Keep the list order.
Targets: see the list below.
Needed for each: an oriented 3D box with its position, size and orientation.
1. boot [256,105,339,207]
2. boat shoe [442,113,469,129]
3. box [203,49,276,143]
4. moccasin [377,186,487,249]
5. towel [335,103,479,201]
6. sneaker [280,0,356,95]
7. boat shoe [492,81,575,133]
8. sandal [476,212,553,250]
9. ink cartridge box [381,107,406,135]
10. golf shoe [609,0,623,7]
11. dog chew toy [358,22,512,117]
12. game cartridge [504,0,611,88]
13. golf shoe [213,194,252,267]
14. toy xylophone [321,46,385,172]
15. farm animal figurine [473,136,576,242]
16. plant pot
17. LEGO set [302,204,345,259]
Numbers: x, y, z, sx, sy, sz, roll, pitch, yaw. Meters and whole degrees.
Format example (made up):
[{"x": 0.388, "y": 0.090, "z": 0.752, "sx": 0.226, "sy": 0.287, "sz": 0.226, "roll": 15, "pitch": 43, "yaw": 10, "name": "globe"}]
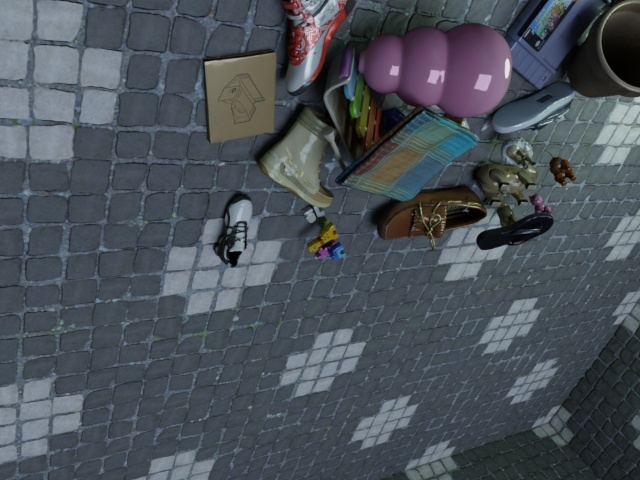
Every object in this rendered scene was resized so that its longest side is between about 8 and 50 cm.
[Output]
[{"x": -0.010, "y": -0.207, "z": 1.579, "sx": 0.262, "sy": 0.095, "sz": 0.203, "roll": 29, "pitch": 106, "yaw": -43, "name": "boot"}, {"x": 0.327, "y": -0.235, "z": 1.783, "sx": 0.277, "sy": 0.098, "sz": 0.096, "roll": -47, "pitch": 137, "yaw": 9, "name": "boat shoe"}, {"x": -0.180, "y": -0.323, "z": 1.406, "sx": 0.164, "sy": 0.021, "sz": 0.201, "roll": -16, "pitch": 135, "yaw": -23, "name": "box"}, {"x": 0.345, "y": -0.064, "z": 1.912, "sx": 0.379, "sy": 0.147, "sz": 0.139, "roll": -8, "pitch": 131, "yaw": -29, "name": "moccasin"}, {"x": 0.224, "y": -0.199, "z": 1.526, "sx": 0.271, "sy": 0.040, "sz": 0.370, "roll": -41, "pitch": 159, "yaw": 24, "name": "towel"}, {"x": -0.043, "y": -0.454, "z": 1.333, "sx": 0.145, "sy": 0.090, "sz": 0.270, "roll": 16, "pitch": 113, "yaw": -42, "name": "sneaker"}, {"x": 0.642, "y": -0.376, "z": 1.879, "sx": 0.301, "sy": 0.108, "sz": 0.102, "roll": -30, "pitch": 137, "yaw": -19, "name": "boat shoe"}, {"x": 0.631, "y": -0.015, "z": 2.001, "sx": 0.254, "sy": 0.054, "sz": 0.097, "roll": -19, "pitch": 135, "yaw": 1, "name": "sandal"}, {"x": 0.202, "y": -0.243, "z": 1.688, "sx": 0.046, "sy": 0.097, "sz": 0.207, "roll": -18, "pitch": 136, "yaw": -21, "name": "ink cartridge box"}, {"x": 0.933, "y": -0.744, "z": 1.733, "sx": 0.105, "sy": 0.120, "sz": 0.273, "roll": -5, "pitch": 128, "yaw": -30, "name": "golf shoe"}, {"x": 0.251, "y": -0.389, "z": 1.401, "sx": 0.331, "sy": 0.207, "sz": 0.207, "roll": 6, "pitch": 130, "yaw": 0, "name": "dog chew toy"}, {"x": 0.653, "y": -0.611, "z": 1.704, "sx": 0.230, "sy": 0.068, "sz": 0.355, "roll": 14, "pitch": 118, "yaw": -47, "name": "game cartridge"}, {"x": -0.210, "y": -0.019, "z": 1.606, "sx": 0.077, "sy": 0.094, "sz": 0.198, "roll": -1, "pitch": 125, "yaw": -33, "name": "golf shoe"}, {"x": 0.084, "y": -0.283, "z": 1.500, "sx": 0.081, "sy": 0.236, "sz": 0.323, "roll": -6, "pitch": 151, "yaw": 21, "name": "toy xylophone"}, {"x": 0.626, "y": -0.174, "z": 2.012, "sx": 0.326, "sy": 0.172, "sz": 0.330, "roll": 14, "pitch": 127, "yaw": -28, "name": "farm animal figurine"}, {"x": 0.830, "y": -0.507, "z": 1.765, "sx": 0.263, "sy": 0.263, "sz": 0.229, "roll": -25, "pitch": 179, "yaw": -14, "name": "plant pot"}, {"x": 0.000, "y": 0.000, "z": 1.775, "sx": 0.093, "sy": 0.087, "sz": 0.227, "roll": -31, "pitch": 137, "yaw": -8, "name": "LEGO set"}]
